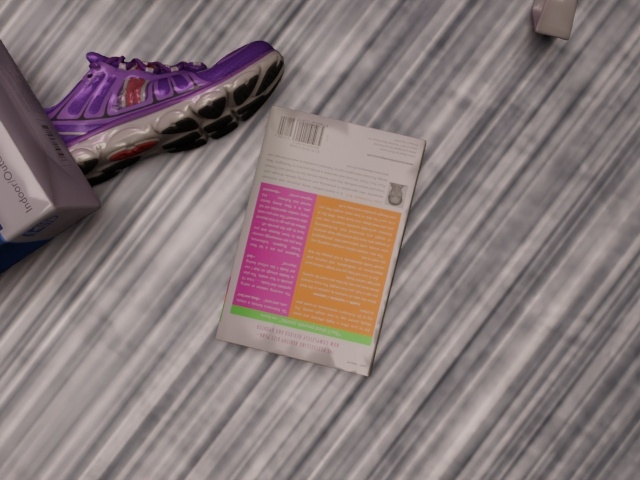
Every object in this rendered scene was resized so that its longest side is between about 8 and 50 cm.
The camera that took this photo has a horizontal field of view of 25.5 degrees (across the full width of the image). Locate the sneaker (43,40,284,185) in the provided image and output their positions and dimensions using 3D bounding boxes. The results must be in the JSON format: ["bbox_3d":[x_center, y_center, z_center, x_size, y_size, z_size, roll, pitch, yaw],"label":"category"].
[{"bbox_3d":[-0.104,-0.086,0.834,0.169,0.068,0.071,-20,80,0],"label":"sneaker"}]

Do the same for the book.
[{"bbox_3d":[0.000,0.000,0.843,0.096,0.035,0.144,14,86,5],"label":"book"}]

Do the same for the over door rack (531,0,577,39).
[{"bbox_3d":[0.273,-0.252,0.833,0.239,0.108,0.324,14,100,2],"label":"over door rack"}]

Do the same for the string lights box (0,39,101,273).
[{"bbox_3d":[-0.270,-0.004,0.798,0.259,0.077,0.133,-33,86,11],"label":"string lights box"}]
